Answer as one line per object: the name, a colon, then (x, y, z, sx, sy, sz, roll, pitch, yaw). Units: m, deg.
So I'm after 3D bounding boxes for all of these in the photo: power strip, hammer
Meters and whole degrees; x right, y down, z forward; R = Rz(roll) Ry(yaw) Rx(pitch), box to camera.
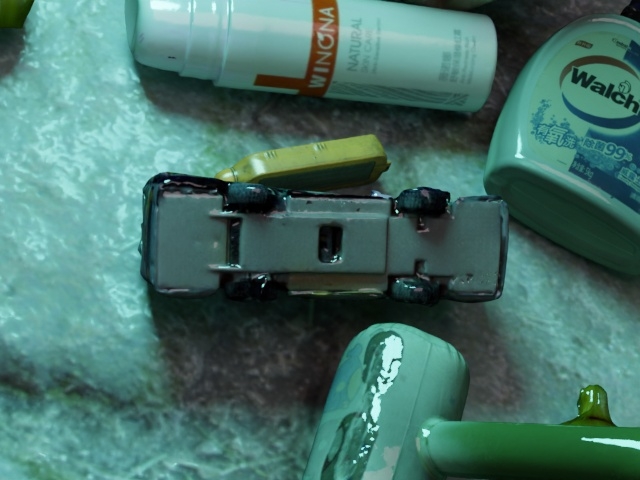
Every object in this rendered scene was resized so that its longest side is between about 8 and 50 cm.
power strip: (-0.021, -0.065, 1.764, 0.178, 0.049, 0.028, -10, 62, -20)
hammer: (0.149, 0.174, 1.571, 0.335, 0.119, 0.206, 1, 58, 30)

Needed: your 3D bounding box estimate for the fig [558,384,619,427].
fig: (0.240, 0.209, 1.645, 0.142, 0.148, 0.186, 3, 72, 36)

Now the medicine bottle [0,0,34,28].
medicine bottle: (-0.372, -0.246, 1.721, 0.239, 0.124, 0.124, -2, 65, -17)

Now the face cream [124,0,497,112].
face cream: (-0.010, -0.186, 1.799, 0.345, 0.102, 0.102, 4, 63, -14)

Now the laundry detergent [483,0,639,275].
laundry detergent: (0.292, -0.121, 1.849, 0.215, 0.105, 0.280, 29, 59, 1)

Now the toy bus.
toy bus: (0.000, 0.000, 1.685, 0.317, 0.138, 0.112, 4, 93, -15)

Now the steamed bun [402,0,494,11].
steamed bun: (0.154, -0.403, 1.819, 0.368, 0.255, 0.342, 40, 59, -27)
